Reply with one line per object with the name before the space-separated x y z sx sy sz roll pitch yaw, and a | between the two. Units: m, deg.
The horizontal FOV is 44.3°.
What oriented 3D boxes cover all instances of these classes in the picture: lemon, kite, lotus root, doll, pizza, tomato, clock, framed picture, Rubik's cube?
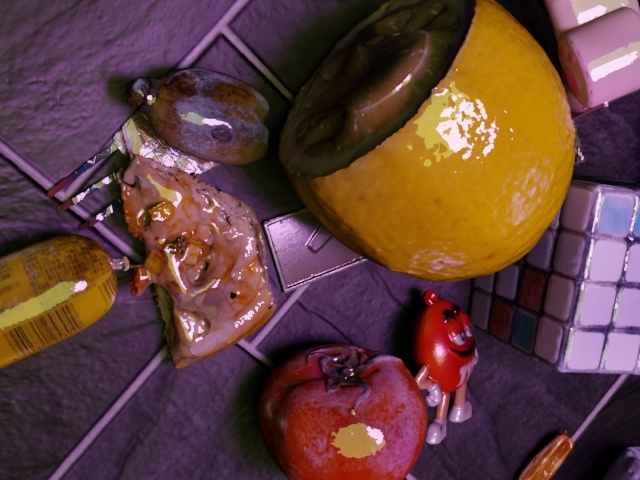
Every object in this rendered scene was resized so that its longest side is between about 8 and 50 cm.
lemon | 0.152 -0.111 0.980 0.364 0.364 0.364 -4 103 -20
kite | -0.233 -0.096 1.005 0.229 0.016 0.127 -39 109 -10
lotus root | -0.148 -0.159 0.979 0.192 0.088 0.113 13 72 -28
doll | 0.192 0.178 1.176 0.183 0.085 0.217 -11 98 -56
pizza | -0.163 0.014 1.023 0.189 0.071 0.297 -21 108 -17
tomato | 0.034 0.253 1.075 0.232 0.232 0.188 -11 120 -19
clock | 0.303 -0.309 1.014 0.114 0.284 0.309 -22 89 4
framed picture | 0.000 0.000 1.117 0.149 0.011 0.109 -20 108 -17
Rubik's cube | 0.397 0.039 1.148 0.256 0.253 0.259 3 99 -21

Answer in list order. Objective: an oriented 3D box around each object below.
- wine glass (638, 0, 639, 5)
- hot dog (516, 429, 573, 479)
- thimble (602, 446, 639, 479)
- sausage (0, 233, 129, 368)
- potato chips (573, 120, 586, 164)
wine glass | 0.570 -0.235 1.101 0.267 0.267 0.406 -41 128 -9
hot dog | 0.378 0.375 1.330 0.056 0.041 0.133 37 94 -23
thimble | 0.574 0.467 1.333 0.250 0.205 0.172 13 102 -40
sausage | -0.390 0.091 0.923 0.347 0.123 0.123 -24 109 -15
potato chips | 0.338 -0.214 1.186 0.202 0.029 0.220 15 94 -14
